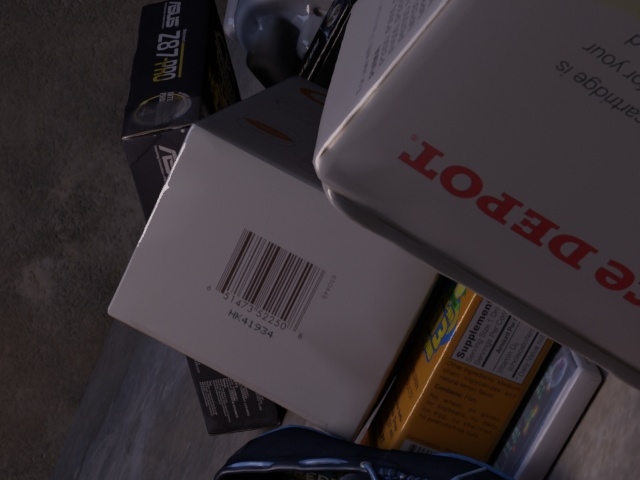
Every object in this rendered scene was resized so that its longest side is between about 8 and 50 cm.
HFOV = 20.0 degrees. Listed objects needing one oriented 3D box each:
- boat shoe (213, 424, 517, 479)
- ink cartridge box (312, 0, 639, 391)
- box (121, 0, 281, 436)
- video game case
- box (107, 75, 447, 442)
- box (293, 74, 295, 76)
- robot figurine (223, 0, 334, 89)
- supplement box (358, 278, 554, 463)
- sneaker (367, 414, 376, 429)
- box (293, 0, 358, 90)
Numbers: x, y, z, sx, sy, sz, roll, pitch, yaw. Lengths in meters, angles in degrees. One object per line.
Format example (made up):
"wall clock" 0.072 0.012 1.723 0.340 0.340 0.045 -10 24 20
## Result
"boat shoe" 0.037 0.199 1.263 0.258 0.089 0.109 3 105 39
"ink cartridge box" 0.214 -0.123 0.824 0.384 0.279 0.160 -48 18 36
"box" -0.123 -0.033 2.026 0.318 0.097 0.394 -87 -14 -58
"video game case" 0.139 0.137 1.350 0.190 0.022 0.173 -63 15 18
"box" 0.000 0.000 1.485 0.168 0.215 0.345 -64 -6 16
"box" 0.045 -0.140 1.941 0.311 0.121 0.148 137 151 -61
"robot figurine" 0.015 -0.320 2.181 0.300 0.200 0.353 -8 51 28
"supplement box" 0.108 0.093 1.325 0.233 0.080 0.078 -62 15 20
"sneaker" -0.034 0.254 1.491 0.295 0.178 0.124 -69 13 -8
"box" 0.072 -0.139 1.710 0.147 0.180 0.077 -60 14 26
